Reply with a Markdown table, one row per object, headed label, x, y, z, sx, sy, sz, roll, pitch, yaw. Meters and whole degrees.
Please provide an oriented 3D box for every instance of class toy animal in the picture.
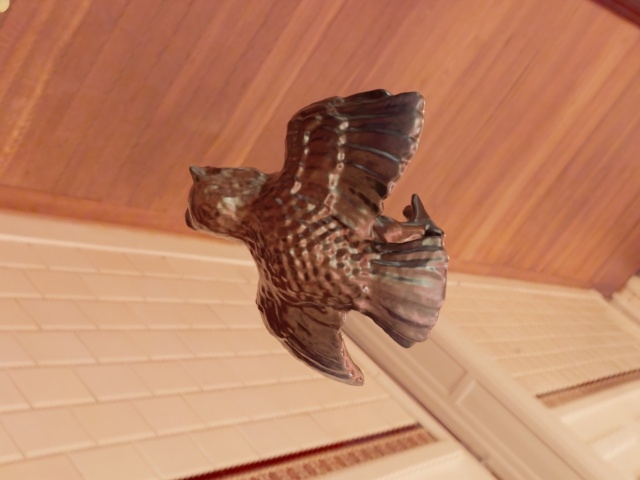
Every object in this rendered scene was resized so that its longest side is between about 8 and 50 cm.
| label | x | y | z | sx | sy | sz | roll | pitch | yaw |
| --- | --- | --- | --- | --- | --- | --- | --- | --- | --- |
| toy animal | -0.008 | -0.003 | 0.565 | 0.116 | 0.179 | 0.218 | -77 | 180 | -65 |

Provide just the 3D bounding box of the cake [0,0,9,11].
| label | x | y | z | sx | sy | sz | roll | pitch | yaw |
| --- | --- | --- | --- | --- | --- | --- | --- | --- | --- |
| cake | -0.442 | -0.282 | 1.002 | 0.109 | 0.225 | 0.090 | 26 | 61 | -58 |
